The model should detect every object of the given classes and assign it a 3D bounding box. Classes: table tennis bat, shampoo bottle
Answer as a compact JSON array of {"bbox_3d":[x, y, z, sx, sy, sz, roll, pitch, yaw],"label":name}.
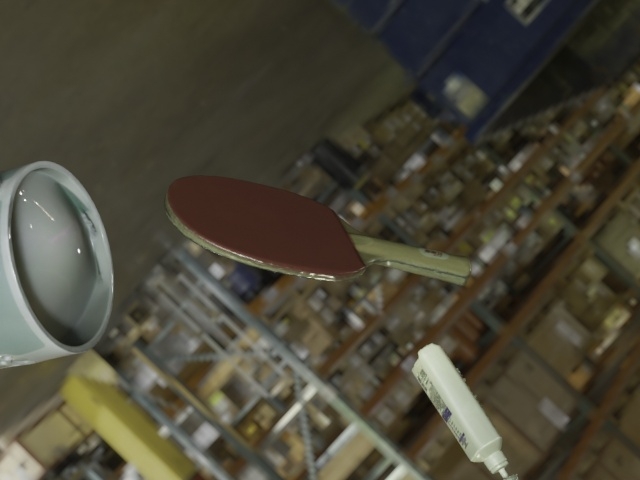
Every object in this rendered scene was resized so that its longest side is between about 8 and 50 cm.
[{"bbox_3d":[0.000,0.000,1.101,0.138,0.246,0.022,-111,-142,-60],"label":"table tennis bat"},{"bbox_3d":[0.125,0.152,1.219,0.034,0.141,0.049,-25,159,-21],"label":"shampoo bottle"}]

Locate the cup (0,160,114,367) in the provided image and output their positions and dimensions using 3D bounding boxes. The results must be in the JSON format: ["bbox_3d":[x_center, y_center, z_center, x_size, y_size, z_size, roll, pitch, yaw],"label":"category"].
[{"bbox_3d":[-0.478,0.015,1.909,0.274,0.357,0.259,-14,-140,20],"label":"cup"}]
